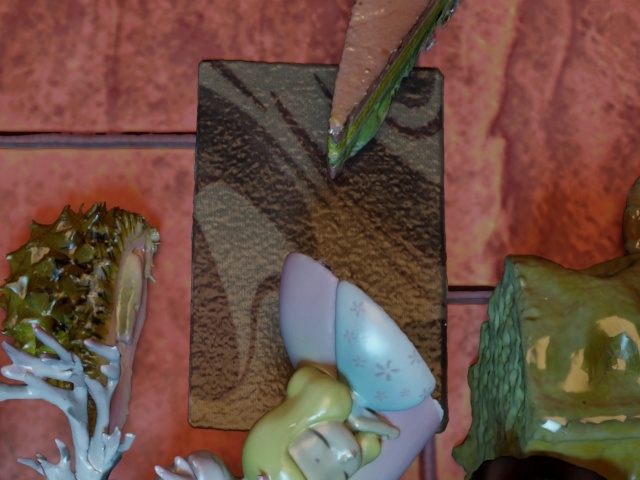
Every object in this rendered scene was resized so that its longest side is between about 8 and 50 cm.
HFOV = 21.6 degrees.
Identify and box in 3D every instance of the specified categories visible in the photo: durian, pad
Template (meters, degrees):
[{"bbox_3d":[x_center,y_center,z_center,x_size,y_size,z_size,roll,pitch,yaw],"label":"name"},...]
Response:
[{"bbox_3d":[-0.194,0.069,1.353,0.140,0.078,0.224,-5,72,-5],"label":"durian"},{"bbox_3d":[0.000,0.000,1.425,0.220,0.004,0.330,1,73,-4],"label":"pad"}]

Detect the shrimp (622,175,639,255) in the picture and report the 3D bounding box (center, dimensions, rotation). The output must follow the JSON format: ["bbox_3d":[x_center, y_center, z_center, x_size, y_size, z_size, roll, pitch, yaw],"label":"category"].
[{"bbox_3d":[0.323,-0.046,1.446,0.101,0.042,0.190,37,73,-14],"label":"shrimp"}]

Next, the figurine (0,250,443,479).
[{"bbox_3d":[-0.086,0.142,1.248,0.206,0.284,0.315,28,64,37],"label":"figurine"}]

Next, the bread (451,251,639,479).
[{"bbox_3d":[0.247,0.122,1.314,0.252,0.238,0.196,6,33,-6],"label":"bread"}]

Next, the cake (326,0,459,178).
[{"bbox_3d":[0.039,-0.167,1.418,0.090,0.109,0.225,29,69,7],"label":"cake"}]

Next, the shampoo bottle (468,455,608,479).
[{"bbox_3d":[0.133,0.275,1.104,0.129,0.084,0.323,15,35,7],"label":"shampoo bottle"}]
